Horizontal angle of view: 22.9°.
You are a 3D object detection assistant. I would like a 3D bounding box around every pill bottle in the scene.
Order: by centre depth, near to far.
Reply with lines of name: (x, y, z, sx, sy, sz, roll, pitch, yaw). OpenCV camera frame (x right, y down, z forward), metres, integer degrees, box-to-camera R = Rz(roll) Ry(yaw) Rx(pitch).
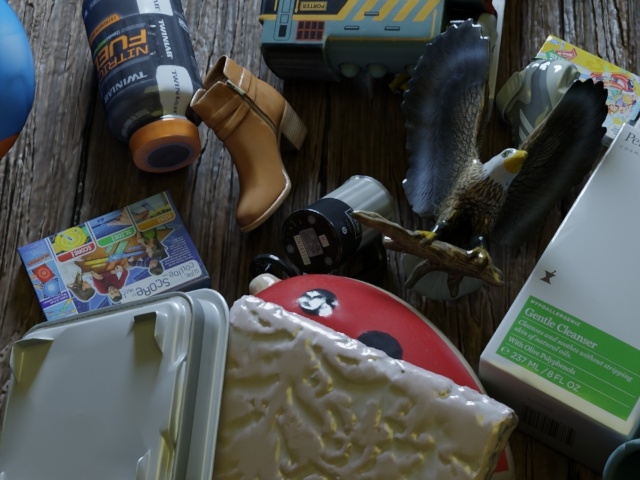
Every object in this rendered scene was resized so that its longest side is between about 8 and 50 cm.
pill bottle: (-0.219, -0.209, 2.003, 0.130, 0.130, 0.245, -13, 64, -7)

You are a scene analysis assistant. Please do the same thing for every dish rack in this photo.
dish rack: (-0.247, 0.194, 1.713, 0.333, 0.072, 0.285, -13, 61, 39)

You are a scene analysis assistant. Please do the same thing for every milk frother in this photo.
milk frother: (0.000, 0.000, 1.924, 0.143, 0.129, 0.135, 4, 21, 32)

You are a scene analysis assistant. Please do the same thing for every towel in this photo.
towel: (-0.004, 0.256, 1.626, 0.332, 0.053, 0.317, 22, 86, 22)

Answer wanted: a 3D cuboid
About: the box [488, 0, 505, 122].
box: (0.213, -0.311, 2.095, 0.067, 0.063, 0.324, 6, 63, 4)

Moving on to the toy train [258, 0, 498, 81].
toy train: (0.076, -0.296, 2.015, 0.334, 0.142, 0.190, 4, 76, 17)

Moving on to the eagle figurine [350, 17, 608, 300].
eagle figurine: (0.197, -0.082, 1.875, 0.225, 0.226, 0.298, -4, 50, 37)

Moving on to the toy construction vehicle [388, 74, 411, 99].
toy construction vehicle: (0.118, -0.229, 2.074, 0.086, 0.035, 0.098, -42, 68, -8)

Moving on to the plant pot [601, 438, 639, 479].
plant pot: (0.534, 0.295, 1.662, 0.334, 0.341, 0.341, -24, 66, -20)

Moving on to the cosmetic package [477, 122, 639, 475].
cosmetic package: (0.350, 0.069, 1.855, 0.197, 0.155, 0.365, 26, 67, 15)

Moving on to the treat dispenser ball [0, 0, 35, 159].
treat dispenser ball: (-0.491, -0.198, 1.906, 0.288, 0.288, 0.288, 0, 63, 0)

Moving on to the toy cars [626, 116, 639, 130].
toy cars: (0.548, -0.187, 2.007, 0.394, 0.087, 0.176, -16, 69, -13)

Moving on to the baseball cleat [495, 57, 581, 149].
baseball cleat: (0.266, -0.131, 2.001, 0.109, 0.072, 0.206, 13, 81, 37)

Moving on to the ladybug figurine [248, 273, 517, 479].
ladybug figurine: (0.034, 0.215, 1.745, 0.305, 0.162, 0.449, -36, 68, 0)

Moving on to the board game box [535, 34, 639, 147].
board game box: (0.343, -0.193, 2.057, 0.154, 0.026, 0.103, 27, 67, 12)

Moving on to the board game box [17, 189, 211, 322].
board game box: (-0.252, 0.035, 1.931, 0.201, 0.035, 0.136, -22, 65, -11)

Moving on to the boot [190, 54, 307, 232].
boot: (-0.103, -0.120, 1.949, 0.073, 0.152, 0.197, -20, 40, 40)
